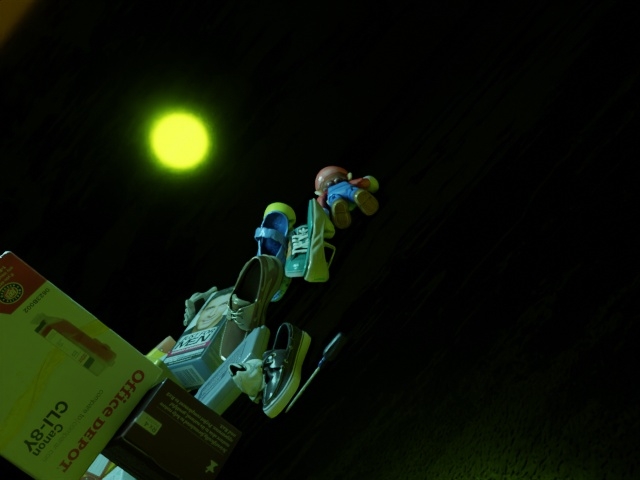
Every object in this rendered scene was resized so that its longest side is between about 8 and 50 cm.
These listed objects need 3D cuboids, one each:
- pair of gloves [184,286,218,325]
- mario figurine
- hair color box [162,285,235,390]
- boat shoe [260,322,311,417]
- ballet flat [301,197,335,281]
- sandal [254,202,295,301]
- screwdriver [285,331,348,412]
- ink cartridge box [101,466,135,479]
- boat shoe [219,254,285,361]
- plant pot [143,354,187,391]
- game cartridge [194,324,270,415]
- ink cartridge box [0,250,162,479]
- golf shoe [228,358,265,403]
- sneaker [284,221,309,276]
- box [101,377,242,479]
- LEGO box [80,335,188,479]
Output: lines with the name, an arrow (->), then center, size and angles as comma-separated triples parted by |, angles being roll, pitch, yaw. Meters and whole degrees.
pair of gloves -> -0.400, 0.299, 1.827 | 0.042, 0.240, 0.204 | -4, 6, 26
mario figurine -> 0.080, -0.111, 1.533 | 0.320, 0.198, 0.170 | -114, 35, -69
hair color box -> -0.336, 0.300, 1.674 | 0.185, 0.114, 0.374 | -19, 23, 28
boat shoe -> -0.077, 0.235, 0.993 | 0.080, 0.076, 0.228 | -44, 10, 30
ballet flat -> 0.000, 0.000, 1.362 | 0.086, 0.086, 0.249 | -39, 38, 48
sandal -> -0.152, 0.051, 1.585 | 0.138, 0.126, 0.318 | -62, -24, -64
screwdriver -> -0.008, 0.229, 0.885 | 0.170, 0.024, 0.025 | -56, 38, -1
ink cartridge box -> -0.538, 0.702, 1.304 | 0.223, 0.045, 0.224 | -43, 33, 34
boat shoe -> -0.213, 0.185, 1.446 | 0.116, 0.123, 0.325 | 28, -100, -61
plant pot -> -0.529, 0.470, 1.505 | 0.212, 0.212, 0.187 | -2, 36, 38
game cartridge -> -0.240, 0.363, 1.328 | 0.294, 0.060, 0.196 | -48, 6, 14
ink cartridge box -> -0.551, 0.257, 1.005 | 0.160, 0.384, 0.279 | -33, 19, 53
golf shoe -> -0.160, 0.284, 1.133 | 0.069, 0.086, 0.176 | -54, 13, -8
sneaker -> -0.052, 0.021, 1.490 | 0.108, 0.121, 0.302 | -5, 12, 1
box -> -0.336, 0.424, 1.098 | 0.381, 0.191, 0.143 | -36, 16, 54
LEGO box -> -0.683, 0.597, 1.808 | 0.500, 0.193, 0.372 | -45, 5, -32
